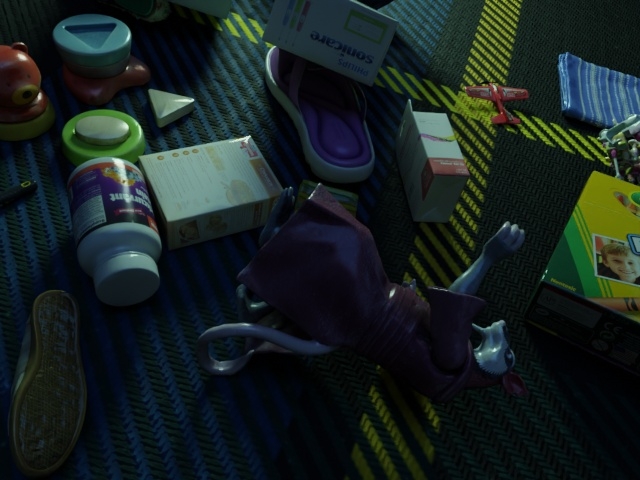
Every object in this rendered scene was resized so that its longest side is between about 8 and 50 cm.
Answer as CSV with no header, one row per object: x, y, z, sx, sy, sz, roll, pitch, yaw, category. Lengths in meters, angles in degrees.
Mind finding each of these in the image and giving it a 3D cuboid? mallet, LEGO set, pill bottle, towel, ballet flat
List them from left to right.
-0.483,-0.036,0.802,0.062,0.039,0.189,41,50,23,mallet
-0.278,-0.012,0.778,0.108,0.108,0.194,-11,54,-21,pill bottle
-0.418,-0.532,1.221,0.241,0.091,0.077,37,22,13,ballet flat
0.000,0.000,0.891,0.102,0.021,0.237,12,49,-2,towel
0.712,-0.319,1.318,0.335,0.040,0.243,17,49,1,towel
0.631,-0.130,1.098,0.286,0.132,0.107,17,62,-29,LEGO set

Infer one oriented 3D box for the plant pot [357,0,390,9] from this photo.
0.082,-0.624,1.259,0.212,0.236,0.236,-40,108,-28,plant pot

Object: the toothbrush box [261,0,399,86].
0.022,-0.399,1.072,0.206,0.122,0.283,22,23,-5,toothbrush box

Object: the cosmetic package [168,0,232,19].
-0.324,-0.627,1.232,0.284,0.098,0.377,11,39,-16,cosmetic package

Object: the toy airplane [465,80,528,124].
0.386,-0.296,1.228,0.151,0.028,0.151,6,50,-7,toy airplane

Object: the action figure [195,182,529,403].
0.075,0.097,0.678,0.370,0.248,0.276,30,58,9,action figure

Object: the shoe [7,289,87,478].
-0.313,0.164,0.662,0.076,0.058,0.219,13,49,-29,shoe

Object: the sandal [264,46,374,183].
0.012,-0.274,1.071,0.169,0.102,0.416,-7,51,-21,sandal

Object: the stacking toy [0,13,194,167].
-0.387,-0.269,0.958,0.279,0.130,0.309,27,50,11,stacking toy

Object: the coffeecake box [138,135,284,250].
-0.168,-0.079,0.887,0.185,0.068,0.142,-16,55,-24,coffeecake box

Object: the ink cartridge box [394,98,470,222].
0.186,-0.142,0.991,0.067,0.115,0.198,1,51,-11,ink cartridge box

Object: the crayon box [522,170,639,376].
0.542,0.071,0.871,0.362,0.106,0.313,26,50,20,crayon box
